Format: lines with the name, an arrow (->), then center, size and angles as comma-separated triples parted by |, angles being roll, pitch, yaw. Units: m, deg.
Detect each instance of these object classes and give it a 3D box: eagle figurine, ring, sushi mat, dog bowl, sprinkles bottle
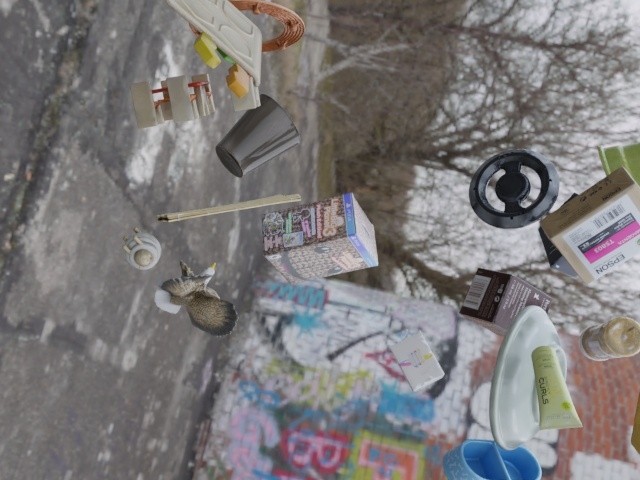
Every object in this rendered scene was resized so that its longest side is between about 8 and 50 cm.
eagle figurine -> -0.389, 0.164, 2.389 | 0.298, 0.226, 0.225 | -131, -133, -65
ring -> -0.213, -0.611, 2.234 | 0.336, 0.336, 0.032 | 96, -6, -79
sushi mat -> -0.210, -0.076, 1.766 | 0.151, 0.316, 0.019 | -177, -102, -67
dog bowl -> 0.482, 0.628, 2.123 | 0.074, 0.297, 0.166 | -62, -150, 35
sprinkles bottle -> 0.919, 0.317, 2.443 | 0.355, 0.121, 0.121 | 59, 43, -78

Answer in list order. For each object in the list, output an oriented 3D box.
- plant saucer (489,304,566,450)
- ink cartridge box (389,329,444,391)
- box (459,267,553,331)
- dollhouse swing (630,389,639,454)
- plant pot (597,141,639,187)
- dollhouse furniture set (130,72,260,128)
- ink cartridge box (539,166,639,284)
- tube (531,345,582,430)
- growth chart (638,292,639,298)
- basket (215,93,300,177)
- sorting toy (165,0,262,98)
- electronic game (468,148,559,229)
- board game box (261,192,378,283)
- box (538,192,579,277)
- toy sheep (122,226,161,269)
plant saucer -> 0.582, 0.379, 2.081 | 0.400, 0.100, 0.401 | -16, 110, -51
ink cartridge box -> 0.241, 0.301, 1.959 | 0.143, 0.089, 0.092 | 61, -1, 17
box -> 0.587, 0.207, 2.439 | 0.167, 0.203, 0.169 | 11, -105, 60
dollhouse swing -> 0.762, 0.305, 1.265 | 0.305, 0.346, 0.315 | -136, -141, -57
plant pot -> 0.918, -0.175, 2.065 | 0.276, 0.253, 0.276 | 45, 32, -40
dollhouse furniture set -> -0.268, -0.336, 1.662 | 0.262, 0.259, 0.135 | -78, 159, -77
ink cartridge box -> 0.680, -0.032, 1.844 | 0.234, 0.193, 0.088 | -37, -152, 18
tube -> 0.546, 0.349, 1.811 | 0.070, 0.062, 0.240 | -46, -159, 31
growth chart -> 0.704, 0.187, 1.524 | 0.172, 0.021, 0.237 | 87, -19, -73
basket -> -0.208, -0.315, 2.441 | 0.227, 0.204, 0.154 | -44, -163, -21
sorting toy -> -0.185, -0.360, 1.315 | 0.041, 0.229, 0.307 | -36, -150, 21
electronic game -> 0.492, -0.133, 1.964 | 0.048, 0.229, 0.229 | 46, 51, -54
board game box -> 0.000, 0.000, 2.320 | 0.232, 0.290, 0.141 | 50, 30, -57
box -> 0.688, -0.014, 2.082 | 0.156, 0.093, 0.158 | -53, -156, 37
toy sheep -> -0.404, 0.021, 1.739 | 0.132, 0.091, 0.091 | -113, -148, -66
